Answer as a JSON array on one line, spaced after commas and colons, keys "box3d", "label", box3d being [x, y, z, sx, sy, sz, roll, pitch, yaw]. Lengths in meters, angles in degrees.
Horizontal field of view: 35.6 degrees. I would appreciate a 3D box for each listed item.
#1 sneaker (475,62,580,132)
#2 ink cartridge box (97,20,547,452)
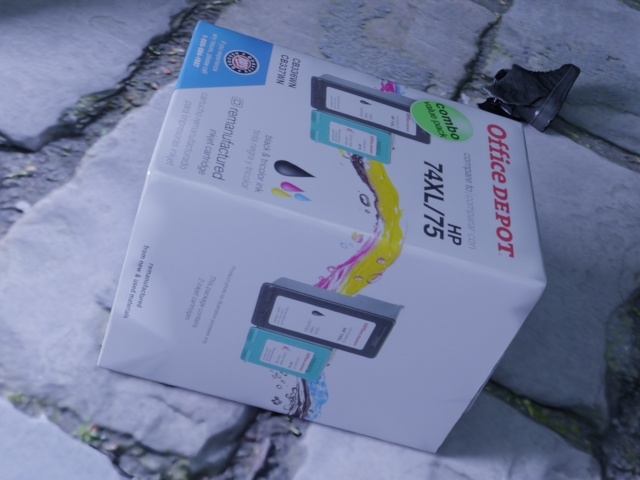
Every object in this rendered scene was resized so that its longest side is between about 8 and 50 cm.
[{"box3d": [0.250, -0.185, 1.195, 0.089, 0.051, 0.170, 32, 44, 4], "label": "sneaker"}, {"box3d": [0.000, 0.000, 0.755, 0.270, 0.197, 0.198, 16, 40, -9], "label": "ink cartridge box"}]
